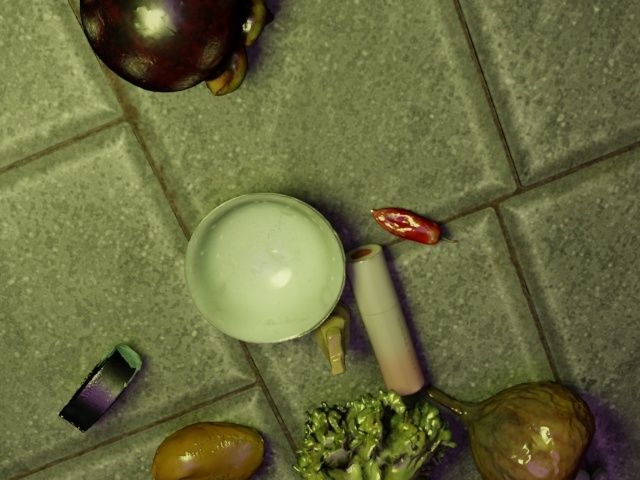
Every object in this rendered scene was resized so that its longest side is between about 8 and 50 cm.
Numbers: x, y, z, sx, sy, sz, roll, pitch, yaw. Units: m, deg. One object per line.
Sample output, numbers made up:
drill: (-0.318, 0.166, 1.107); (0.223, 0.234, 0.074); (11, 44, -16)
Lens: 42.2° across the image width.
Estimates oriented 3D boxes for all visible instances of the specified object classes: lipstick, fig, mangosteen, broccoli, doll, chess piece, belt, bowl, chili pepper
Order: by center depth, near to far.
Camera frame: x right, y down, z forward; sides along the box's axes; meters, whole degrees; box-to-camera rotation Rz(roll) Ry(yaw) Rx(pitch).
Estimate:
mangosteen: (-0.238, -0.402, 1.434); (0.347, 0.307, 0.306); (9, 112, -39)
bowl: (-0.107, 0.037, 1.653); (0.314, 0.146, 0.313); (0, 109, -1)
chess piece: (0.026, 0.194, 1.686); (0.090, 0.200, 0.090); (-1, 109, -4)
chili pepper: (0.190, -0.026, 1.698); (0.191, 0.050, 0.059); (21, 110, 3)
belt: (-0.452, 0.302, 1.728); (0.078, 0.151, 0.198); (40, 93, -10)
lipstick: (0.135, 0.170, 1.744); (0.087, 0.087, 0.326); (-18, 110, 3)
broccoli: (0.112, 0.460, 1.769); (0.335, 0.272, 0.323); (15, 92, -11)
fig: (0.399, 0.398, 1.796); (0.369, 0.286, 0.286); (33, 107, 19)
doll: (0.556, 0.566, 1.912); (0.214, 0.071, 0.103); (-9, 108, 4)

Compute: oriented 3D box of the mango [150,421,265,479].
mango: (-0.242, 0.467, 1.798); (0.249, 0.156, 0.151); (-9, 73, -1)

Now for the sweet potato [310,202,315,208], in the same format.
sweet potato: (-0.006, 0.002, 1.705); (0.041, 0.038, 0.153); (-24, 102, -20)
